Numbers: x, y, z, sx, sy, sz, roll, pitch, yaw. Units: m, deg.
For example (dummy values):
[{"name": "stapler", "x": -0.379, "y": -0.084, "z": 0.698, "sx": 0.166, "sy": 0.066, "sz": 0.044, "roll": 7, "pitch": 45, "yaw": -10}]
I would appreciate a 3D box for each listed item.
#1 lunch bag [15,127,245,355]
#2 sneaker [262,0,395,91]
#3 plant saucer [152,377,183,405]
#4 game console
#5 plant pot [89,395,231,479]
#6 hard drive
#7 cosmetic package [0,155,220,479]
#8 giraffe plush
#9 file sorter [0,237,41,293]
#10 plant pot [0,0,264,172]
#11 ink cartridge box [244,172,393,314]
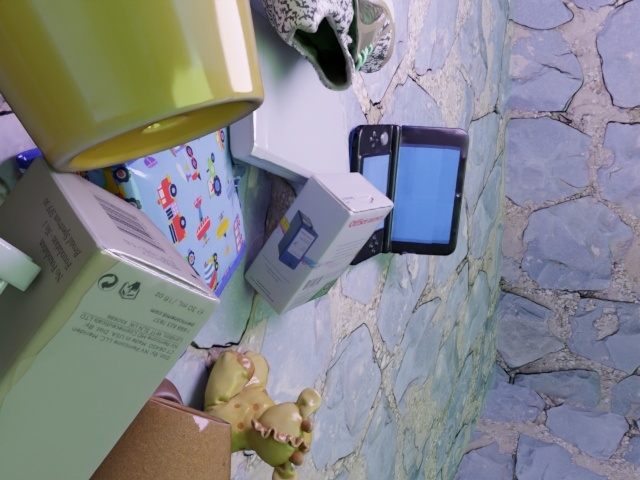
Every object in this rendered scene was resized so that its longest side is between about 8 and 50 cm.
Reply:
[{"name": "lunch bag", "x": -0.164, "y": -0.042, "z": 0.671, "sx": 0.293, "sy": 0.138, "sz": 0.220, "roll": -50, "pitch": 139, "yaw": -55}, {"name": "sneaker", "x": 0.010, "y": -0.281, "z": 0.781, "sx": 0.410, "sy": 0.158, "sz": 0.182, "roll": 7, "pitch": 75, "yaw": -67}, {"name": "plant saucer", "x": -0.232, "y": 0.263, "z": 0.739, "sx": 0.168, "sy": 0.029, "sz": 0.168, "roll": -30, "pitch": 126, "yaw": -55}, {"name": "game console", "x": 0.185, "y": -0.095, "z": 1.203, "sx": 0.250, "sy": 0.173, "sz": 0.293, "roll": -20, "pitch": 117, "yaw": -57}, {"name": "plant pot", "x": -0.197, "y": 0.305, "z": 0.608, "sx": 0.237, "sy": 0.237, "sz": 0.254, "roll": 47, "pitch": 58, "yaw": -56}, {"name": "hard drive", "x": -0.036, "y": -0.190, "z": 0.854, "sx": 0.307, "sy": 0.040, "sz": 0.203, "roll": 12, "pitch": 73, "yaw": -63}, {"name": "cosmetic package", "x": -0.235, "y": 0.111, "z": 0.425, "sx": 0.309, "sy": 0.160, "sz": 0.113, "roll": -53, "pitch": 137, "yaw": 1}, {"name": "giraffe plush", "x": -0.083, "y": 0.265, "z": 0.826, "sx": 0.210, "sy": 0.171, "sz": 0.181, "roll": -14, "pitch": 112, "yaw": -70}, {"name": "file sorter", "x": -0.340, "y": -0.007, "z": 0.271, "sx": 0.173, "sy": 0.193, "sz": 0.277, "roll": -61, "pitch": 143, "yaw": -20}, {"name": "plant pot", "x": -0.157, "y": -0.187, "z": 0.410, "sx": 0.254, "sy": 0.254, "sz": 0.239, "roll": -30, "pitch": 102, "yaw": -54}, {"name": "ink cartridge box", "x": 0.000, "y": 0.000, "z": 0.897, "sx": 0.212, "sy": 0.093, "sz": 0.154, "roll": -53, "pitch": 161, "yaw": 26}]
